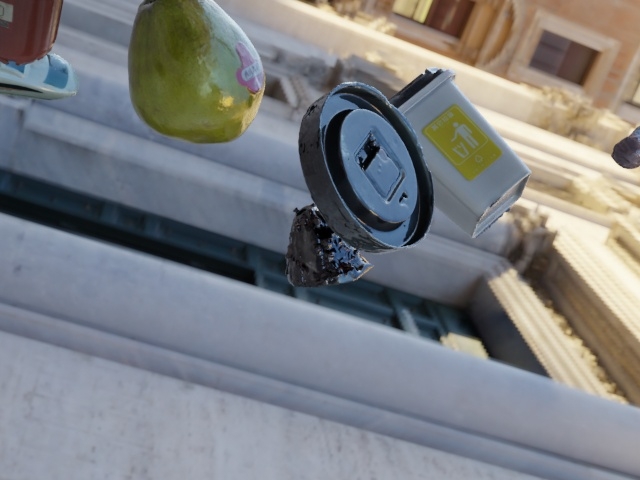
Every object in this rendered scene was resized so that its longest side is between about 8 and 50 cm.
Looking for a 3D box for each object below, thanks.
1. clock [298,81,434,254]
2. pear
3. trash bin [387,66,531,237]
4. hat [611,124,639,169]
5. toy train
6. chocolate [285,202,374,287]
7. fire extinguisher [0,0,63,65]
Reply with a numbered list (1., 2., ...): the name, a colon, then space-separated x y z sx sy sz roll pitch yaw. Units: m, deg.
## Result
1. clock: 0.075 -0.111 1.612 0.055 0.280 0.280 -23 -134 37
2. pear: -0.276 -0.378 2.156 0.287 0.375 0.287 -22 -157 10
3. trash bin: 0.312 -0.198 2.500 0.256 0.367 0.296 -40 164 -14
4. hat: 0.445 -0.128 1.428 0.042 0.087 0.058 51 -32 23
5. toy train: -0.628 -0.321 1.809 0.088 0.407 0.086 136 -43 -64
6. chocolate: 0.000 0.000 1.795 0.156 0.156 0.133 -124 -159 -72
7. fire extinguisher: -0.324 -0.317 1.088 0.147 0.106 0.337 -58 180 -35
